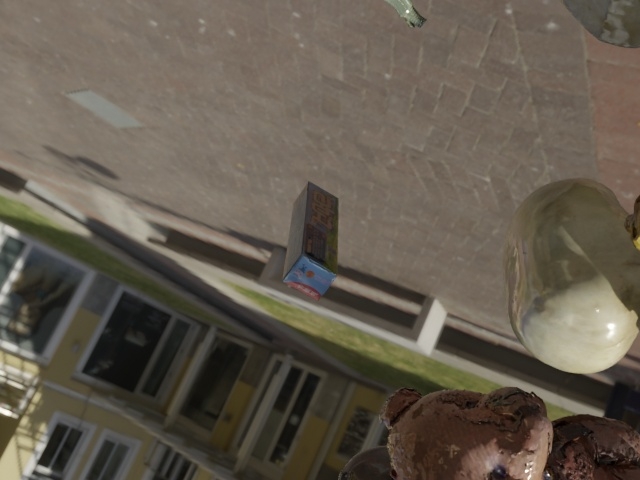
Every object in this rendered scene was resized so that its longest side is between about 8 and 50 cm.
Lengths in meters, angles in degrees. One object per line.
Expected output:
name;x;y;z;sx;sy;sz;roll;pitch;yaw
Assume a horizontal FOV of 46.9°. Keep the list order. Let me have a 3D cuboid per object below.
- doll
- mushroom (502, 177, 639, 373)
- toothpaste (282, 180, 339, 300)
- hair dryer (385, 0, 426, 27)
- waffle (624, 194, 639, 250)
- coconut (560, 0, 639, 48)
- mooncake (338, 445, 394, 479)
doll;0.216;0.207;0.713;0.304;0.201;0.156;0;131;-19
mushroom;0.376;0.045;1.014;0.235;0.260;0.254;0;-155;-3
toothpaste;0.000;0.000;0.889;0.070;0.044;0.193;30;-154;-14
hair dryer;0.071;-0.437;1.047;0.225;0.218;0.088;16;-167;0
waffle;0.184;-0.025;0.217;0.069;0.293;0.259;5;131;0
coconut;0.452;-0.444;0.956;0.345;0.415;0.415;21;168;-8
mooncake;0.101;0.378;0.914;0.245;0.244;0.133;33;163;-33
